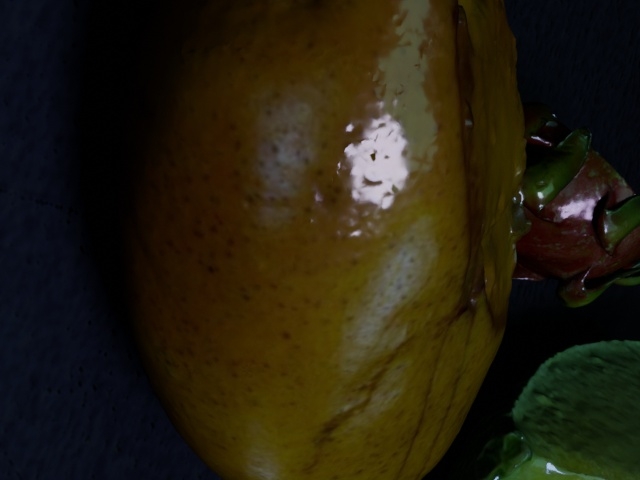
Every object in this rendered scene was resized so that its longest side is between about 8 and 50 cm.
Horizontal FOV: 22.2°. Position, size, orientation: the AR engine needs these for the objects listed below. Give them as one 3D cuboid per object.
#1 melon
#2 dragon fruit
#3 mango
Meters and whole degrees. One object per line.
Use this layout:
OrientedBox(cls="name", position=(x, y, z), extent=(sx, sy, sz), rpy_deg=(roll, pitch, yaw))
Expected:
OrientedBox(cls="melon", position=(0.173, 0.262, 1.113), extent=(0.331, 0.226, 0.343), rpy_deg=(-16, 135, -62))
OrientedBox(cls="dragon fruit", position=(0.122, -0.024, 0.982), extent=(0.175, 0.138, 0.142), rpy_deg=(-17, 83, -15))
OrientedBox(cls="mango", position=(0.000, 0.000, 0.779), extent=(0.199, 0.201, 0.350), rpy_deg=(-5, 128, -9))
